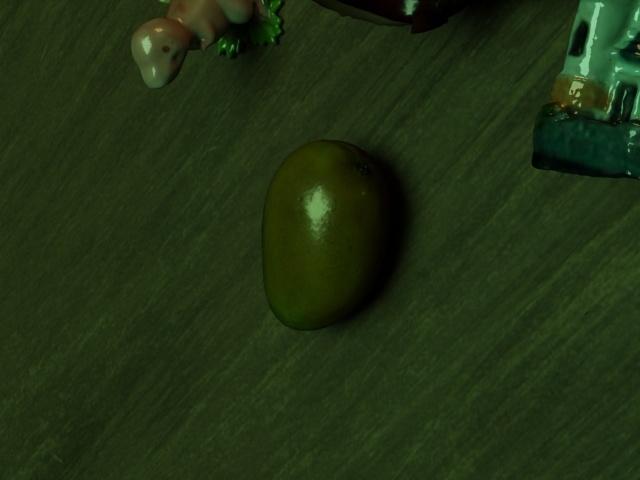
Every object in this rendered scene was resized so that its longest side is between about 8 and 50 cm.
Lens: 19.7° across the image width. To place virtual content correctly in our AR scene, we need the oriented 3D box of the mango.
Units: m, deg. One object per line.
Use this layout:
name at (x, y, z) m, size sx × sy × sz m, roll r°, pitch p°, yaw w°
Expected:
mango at (0.004, 0.000, 1.983) m, size 0.151 × 0.120 × 0.221 m, roll 27°, pitch 115°, yaw 45°

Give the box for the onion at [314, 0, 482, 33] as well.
onion at (0.096, -0.378, 1.774) m, size 0.341 × 0.341 × 0.341 m, roll 0°, pitch 90°, yaw 45°

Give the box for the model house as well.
model house at (0.338, -0.182, 1.615) m, size 0.253 × 0.184 × 0.291 m, roll 16°, pitch 97°, yaw 48°

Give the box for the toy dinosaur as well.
toy dinosaur at (-0.155, -0.262, 2.101) m, size 0.152 × 0.177 × 0.194 m, roll 0°, pitch 88°, yaw 44°
